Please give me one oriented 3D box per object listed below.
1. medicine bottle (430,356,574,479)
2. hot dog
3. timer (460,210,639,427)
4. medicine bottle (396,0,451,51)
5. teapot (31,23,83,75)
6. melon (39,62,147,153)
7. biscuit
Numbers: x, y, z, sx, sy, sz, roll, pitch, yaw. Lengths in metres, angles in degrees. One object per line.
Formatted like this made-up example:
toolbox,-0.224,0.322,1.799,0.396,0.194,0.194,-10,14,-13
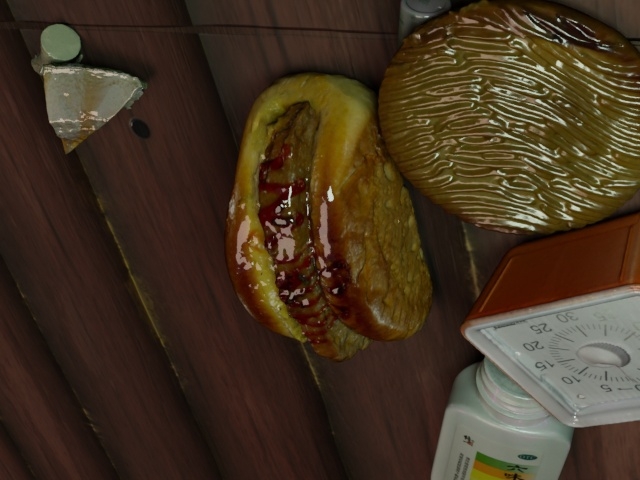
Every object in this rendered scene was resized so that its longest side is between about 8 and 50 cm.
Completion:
medicine bottle,0.262,0.276,1.529,0.179,0.124,0.324,17,136,11
hot dog,0.002,0.000,1.378,0.185,0.223,0.405,9,133,35
timer,0.345,0.114,1.269,0.257,0.161,0.250,-18,117,41
medicine bottle,0.113,-0.190,1.236,0.057,0.058,0.199,21,139,19
teapot,-0.378,-0.266,1.541,0.067,0.057,0.083,19,153,-24
melon,-0.338,-0.201,1.517,0.139,0.093,0.202,39,139,-25
biscuit,0.216,-0.126,1.187,0.317,0.040,0.318,12,137,12
